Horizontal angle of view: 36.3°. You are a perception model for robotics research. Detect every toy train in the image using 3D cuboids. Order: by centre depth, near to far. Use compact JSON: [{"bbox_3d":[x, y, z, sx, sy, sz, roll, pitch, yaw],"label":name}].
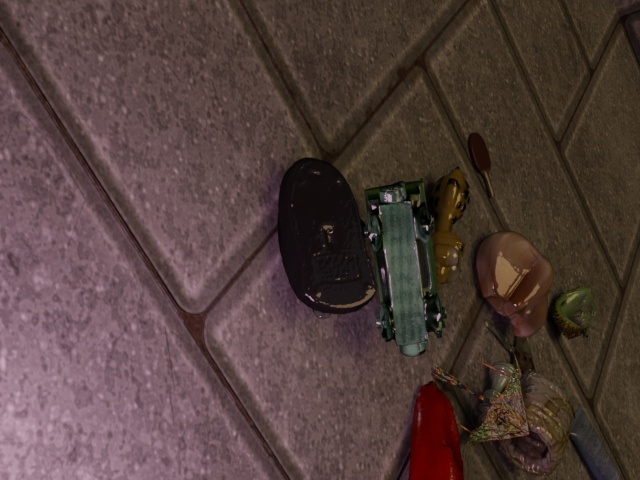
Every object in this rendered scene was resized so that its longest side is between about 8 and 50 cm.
[{"bbox_3d":[0.143,0.040,1.681,0.202,0.120,0.301,-76,158,-77],"label":"toy train"}]

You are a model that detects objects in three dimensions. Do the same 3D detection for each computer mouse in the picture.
[{"bbox_3d":[0.000,0.000,1.592,0.137,0.086,0.270,-5,70,-23],"label":"computer mouse"}]

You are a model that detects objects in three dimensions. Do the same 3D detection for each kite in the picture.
[{"bbox_3d":[0.321,0.309,1.912,0.244,0.006,0.198,36,77,-12],"label":"kite"},{"bbox_3d":[0.430,0.249,2.177,0.250,0.012,0.229,50,39,-30],"label":"kite"}]

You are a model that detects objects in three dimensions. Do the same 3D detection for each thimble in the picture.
[{"bbox_3d":[0.444,0.377,2.031,0.143,0.137,0.190,-53,133,-46],"label":"thimble"}]

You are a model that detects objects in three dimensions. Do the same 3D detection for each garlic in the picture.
[{"bbox_3d":[0.441,0.072,2.163,0.217,0.110,0.228,45,43,-14],"label":"garlic"}]

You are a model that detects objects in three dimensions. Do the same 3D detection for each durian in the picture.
[{"bbox_3d":[0.618,0.182,2.383,0.086,0.100,0.215,54,33,-21],"label":"durian"}]

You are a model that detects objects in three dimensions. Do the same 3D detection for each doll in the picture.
[{"bbox_3d":[0.253,-0.021,1.971,0.117,0.086,0.291,78,21,-54],"label":"doll"}]

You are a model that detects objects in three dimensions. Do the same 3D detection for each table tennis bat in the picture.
[{"bbox_3d":[0.377,-0.175,2.264,0.087,0.013,0.156,-18,90,-57],"label":"table tennis bat"}]

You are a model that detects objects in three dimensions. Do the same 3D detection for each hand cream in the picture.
[{"bbox_3d":[0.672,0.526,2.373,0.091,0.058,0.271,-46,112,-38],"label":"hand cream"}]

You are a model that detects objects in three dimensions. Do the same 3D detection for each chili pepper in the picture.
[{"bbox_3d":[0.198,0.417,1.721,0.110,0.110,0.388,45,40,-35],"label":"chili pepper"}]

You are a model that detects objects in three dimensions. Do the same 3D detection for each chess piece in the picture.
[{"bbox_3d":[0.360,0.320,2.018,0.059,0.059,0.149,56,43,-24],"label":"chess piece"}]

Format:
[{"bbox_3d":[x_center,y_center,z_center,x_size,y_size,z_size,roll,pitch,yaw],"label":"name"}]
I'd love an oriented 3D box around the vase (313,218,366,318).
[{"bbox_3d":[0.026,0.047,1.655,0.060,0.060,0.211,51,41,-30],"label":"vase"}]
